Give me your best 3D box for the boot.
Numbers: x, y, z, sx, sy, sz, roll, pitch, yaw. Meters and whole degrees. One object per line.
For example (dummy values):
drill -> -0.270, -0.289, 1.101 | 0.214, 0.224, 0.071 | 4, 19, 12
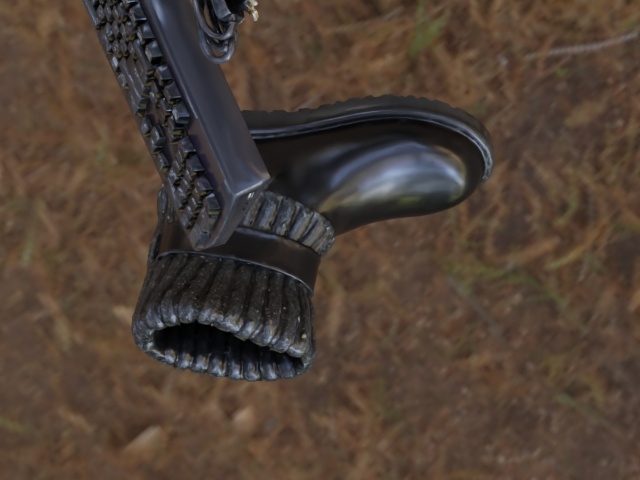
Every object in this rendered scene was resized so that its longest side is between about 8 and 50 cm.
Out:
boot -> -0.001, 0.003, 1.601 | 0.348, 0.260, 0.131 | -4, 140, 3

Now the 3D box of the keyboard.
keyboard -> -0.109, -0.158, 1.002 | 0.317, 0.033, 0.201 | 64, 151, 16
